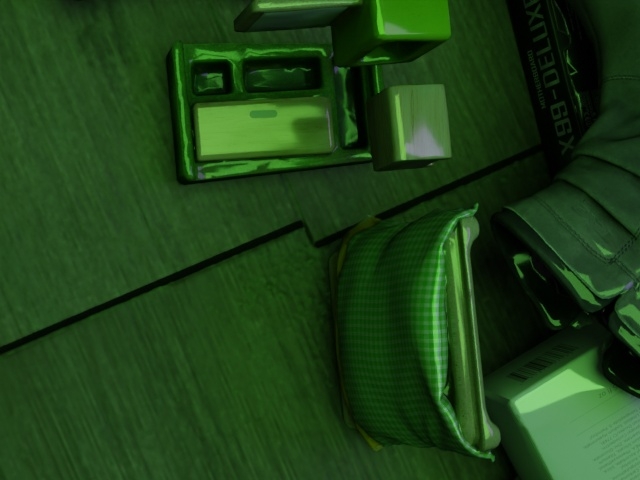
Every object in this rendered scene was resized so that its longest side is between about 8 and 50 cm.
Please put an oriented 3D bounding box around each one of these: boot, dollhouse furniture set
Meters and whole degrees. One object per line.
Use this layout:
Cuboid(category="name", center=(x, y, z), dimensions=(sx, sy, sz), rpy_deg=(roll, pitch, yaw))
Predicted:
Cuboid(category="boot", center=(0.194, -0.071, 0.955), dimensions=(0.223, 0.118, 0.338), rpy_deg=(-36, 73, -10))
Cuboid(category="dollhouse furniture set", center=(0.000, 0.000, 0.965), dimensions=(0.151, 0.197, 0.301), rpy_deg=(-5, 87, -16))

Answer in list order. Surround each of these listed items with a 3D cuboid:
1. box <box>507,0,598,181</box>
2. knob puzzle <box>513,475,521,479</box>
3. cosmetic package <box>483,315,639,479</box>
Cuboid(category="box", center=(0.274, -0.171, 1.113), dimensions=(0.242, 0.076, 0.307), rpy_deg=(-15, 90, -15))
Cuboid(category="knob puzzle", center=(0.184, 0.258, 1.079), dimensions=(0.213, 0.030, 0.213), rpy_deg=(0, 91, -16))
Cuboid(category="cosmetic package", center=(0.339, 0.135, 1.047), dimensions=(0.377, 0.097, 0.284), rpy_deg=(-29, 97, -10))
